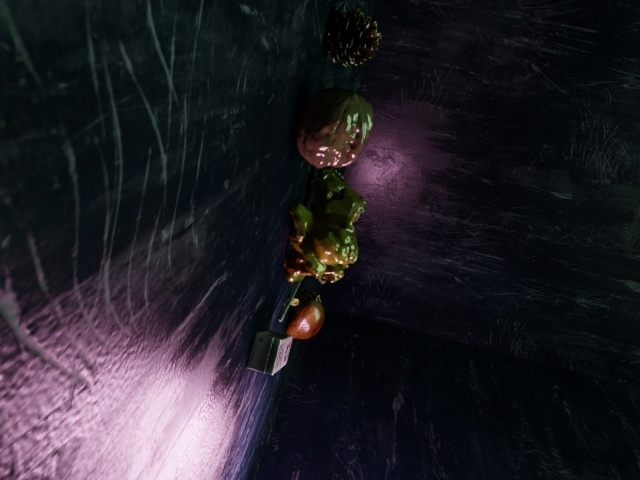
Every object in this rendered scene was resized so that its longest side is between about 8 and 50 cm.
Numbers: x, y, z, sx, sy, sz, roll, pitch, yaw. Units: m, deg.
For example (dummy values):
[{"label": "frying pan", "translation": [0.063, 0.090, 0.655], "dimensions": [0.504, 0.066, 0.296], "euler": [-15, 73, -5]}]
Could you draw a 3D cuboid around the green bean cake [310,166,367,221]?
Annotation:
[{"label": "green bean cake", "translation": [0.033, -0.149, 1.895], "dimensions": [0.310, 0.285, 0.202], "euler": [-52, -166, -14]}]

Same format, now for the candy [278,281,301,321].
[{"label": "candy", "translation": [-0.109, 0.213, 2.085], "dimensions": [0.119, 0.119, 0.439], "euler": [97, 16, -53]}]

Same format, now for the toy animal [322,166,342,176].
[{"label": "toy animal", "translation": [0.045, -0.294, 2.185], "dimensions": [0.298, 0.122, 0.185], "euler": [97, 8, -63]}]

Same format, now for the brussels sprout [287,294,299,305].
[{"label": "brussels sprout", "translation": [-0.143, 0.301, 2.120], "dimensions": [0.083, 0.051, 0.046], "euler": [51, 17, -53]}]

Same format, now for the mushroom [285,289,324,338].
[{"label": "mushroom", "translation": [-0.076, 0.422, 2.357], "dimensions": [0.263, 0.195, 0.282], "euler": [37, 66, -79]}]

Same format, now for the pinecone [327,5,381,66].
[{"label": "pinecone", "translation": [0.120, -0.720, 1.492], "dimensions": [0.208, 0.208, 0.207], "euler": [13, 90, -85]}]

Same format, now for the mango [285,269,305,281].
[{"label": "mango", "translation": [-0.103, 0.123, 1.850], "dimensions": [0.191, 0.086, 0.122], "euler": [34, 73, -86]}]

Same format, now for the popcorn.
[{"label": "popcorn", "translation": [0.005, -0.009, 1.663], "dimensions": [0.325, 0.290, 0.321], "euler": [-119, -151, -53]}]

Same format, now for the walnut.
[{"label": "walnut", "translation": [0.043, -0.363, 1.346], "dimensions": [0.273, 0.273, 0.227], "euler": [98, -25, -48]}]

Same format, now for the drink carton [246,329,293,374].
[{"label": "drink carton", "translation": [-0.188, 0.419, 1.602], "dimensions": [0.315, 0.107, 0.130], "euler": [67, 35, -79]}]
